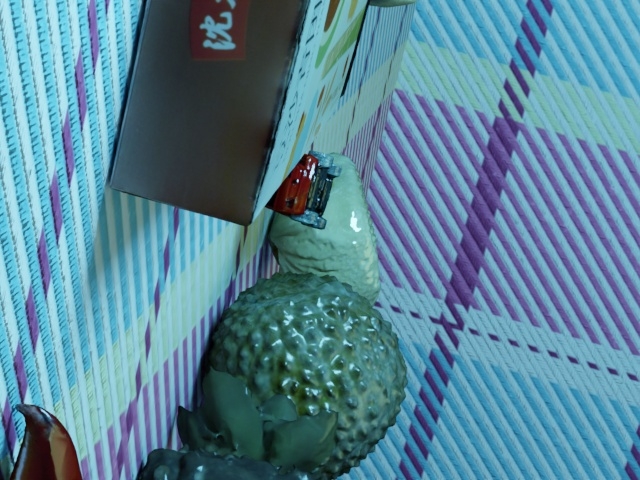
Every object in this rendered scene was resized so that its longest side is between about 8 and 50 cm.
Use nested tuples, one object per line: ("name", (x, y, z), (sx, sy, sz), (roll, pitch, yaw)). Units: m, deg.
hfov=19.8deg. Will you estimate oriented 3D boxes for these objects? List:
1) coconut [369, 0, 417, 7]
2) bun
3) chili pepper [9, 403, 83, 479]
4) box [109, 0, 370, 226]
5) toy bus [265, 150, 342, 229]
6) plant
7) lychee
("coconut", (0.061, -0.341, 1.762), (0.224, 0.224, 0.224), (16, 90, -84))
("bun", (0.000, 0.000, 2.391), (0.220, 0.134, 0.220), (171, -90, -83))
("chili pepper", (-0.233, 0.305, 1.332), (0.137, 0.092, 0.368), (29, 69, -65))
("box", (-0.032, -0.235, 1.500), (0.385, 0.122, 0.345), (-58, 164, -70))
("toy bus", (-0.032, -0.064, 2.131), (0.195, 0.089, 0.081), (22, 83, -85))
("plant", (-0.091, 0.297, 1.940), (0.312, 0.215, 0.213), (-72, 172, -46))
("lychee", (-0.027, 0.162, 2.154), (0.274, 0.255, 0.255), (56, 41, -41))
